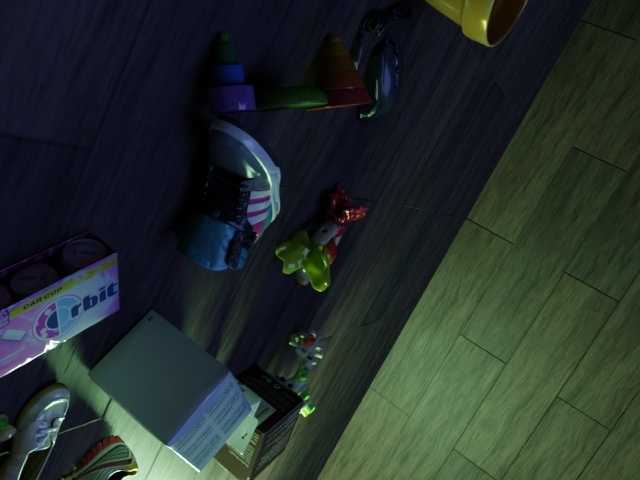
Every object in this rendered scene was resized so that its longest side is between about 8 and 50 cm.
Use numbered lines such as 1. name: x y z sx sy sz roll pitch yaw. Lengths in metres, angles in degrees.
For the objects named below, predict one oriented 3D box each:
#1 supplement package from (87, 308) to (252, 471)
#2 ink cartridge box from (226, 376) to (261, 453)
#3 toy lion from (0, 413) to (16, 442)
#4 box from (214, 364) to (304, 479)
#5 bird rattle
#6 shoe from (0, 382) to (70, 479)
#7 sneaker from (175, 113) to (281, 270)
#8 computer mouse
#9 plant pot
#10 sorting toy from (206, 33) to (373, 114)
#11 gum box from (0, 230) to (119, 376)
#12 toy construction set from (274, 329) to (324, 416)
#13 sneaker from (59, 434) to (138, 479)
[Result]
1. supplement package: -0.253 0.266 0.990 0.149 0.194 0.203 -48 155 -23
2. ink cartridge box: -0.202 0.367 1.244 0.060 0.180 0.104 -13 132 -60
3. toy lion: -0.480 0.279 0.761 0.096 0.034 0.100 -48 157 -4
4. box: -0.175 0.465 1.444 0.167 0.168 0.203 -28 144 -51
5. bird rattle: 0.000 0.000 1.323 0.253 0.143 0.207 -59 173 -31
6. shoe: -0.434 0.318 0.863 0.219 0.058 0.076 -60 158 7
7. sneaker: -0.154 -0.049 0.875 0.178 0.124 0.295 -58 166 -20
8. computer mouse: 0.121 -0.339 1.146 0.184 0.060 0.262 -33 147 -46
9. plant pot: 0.295 -0.512 1.108 0.205 0.188 0.205 -44 153 -29
10. sorting toy: -0.042 -0.269 0.893 0.365 0.127 0.126 -19 107 -53
11. gum box: -0.352 0.079 0.715 0.188 0.062 0.107 -34 148 -44
12. toy construction set: -0.075 0.418 1.610 0.215 0.151 0.328 -19 135 -45
13. sneaker: -0.429 0.462 1.018 0.225 0.093 0.088 -45 154 -27
